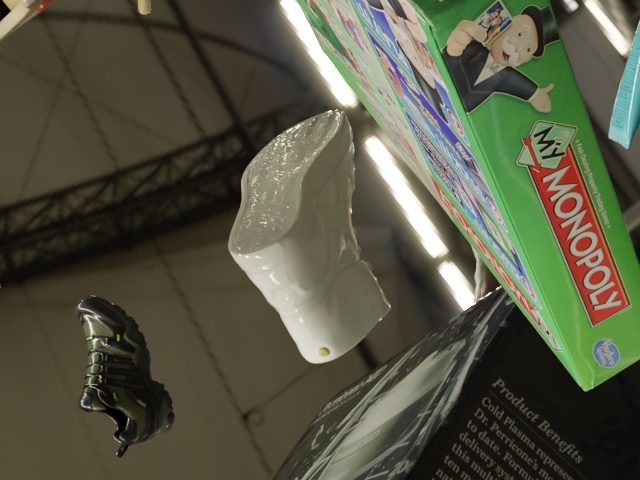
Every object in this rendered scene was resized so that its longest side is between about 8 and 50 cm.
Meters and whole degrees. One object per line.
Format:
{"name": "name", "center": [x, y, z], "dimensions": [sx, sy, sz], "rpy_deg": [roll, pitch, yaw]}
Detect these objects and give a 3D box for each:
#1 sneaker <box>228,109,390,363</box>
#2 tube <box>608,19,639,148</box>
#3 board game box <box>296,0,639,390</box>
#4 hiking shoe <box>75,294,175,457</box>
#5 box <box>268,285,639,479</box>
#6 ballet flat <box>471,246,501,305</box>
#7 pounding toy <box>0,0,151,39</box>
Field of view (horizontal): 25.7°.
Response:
{"name": "sneaker", "center": [0.000, 0.000, 1.377], "dimensions": [0.169, 0.108, 0.292], "rpy_deg": [60, -155, -24]}
{"name": "tube", "center": [0.396, -0.216, 1.709], "dimensions": [0.052, 0.207, 0.080], "rpy_deg": [17, -169, -4]}
{"name": "board game box", "center": [0.035, -0.102, 0.645], "dimensions": [0.213, 0.046, 0.317], "rpy_deg": [59, 179, -42]}
{"name": "hiking shoe", "center": [-0.296, 0.188, 1.975], "dimensions": [0.114, 0.086, 0.227], "rpy_deg": [-30, -88, -38]}
{"name": "box", "center": [0.091, 0.339, 1.345], "dimensions": [0.297, 0.480, 0.472], "rpy_deg": [44, -126, -4]}
{"name": "ballet flat", "center": [0.233, 0.026, 1.581], "dimensions": [0.139, 0.139, 0.400], "rpy_deg": [-86, -16, -58]}
{"name": "pounding toy", "center": [-0.271, -0.259, 1.438], "dimensions": [0.155, 0.269, 0.154], "rpy_deg": [52, -136, -11]}
